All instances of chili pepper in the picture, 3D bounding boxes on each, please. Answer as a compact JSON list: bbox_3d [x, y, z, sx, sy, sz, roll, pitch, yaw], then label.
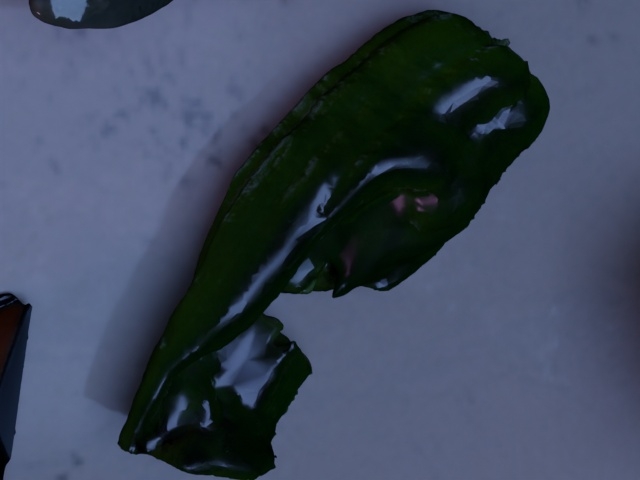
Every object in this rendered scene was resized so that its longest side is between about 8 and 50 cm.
[{"bbox_3d":[0.001,0.001,0.780,0.099,0.083,0.253,38,90,-30],"label":"chili pepper"}]

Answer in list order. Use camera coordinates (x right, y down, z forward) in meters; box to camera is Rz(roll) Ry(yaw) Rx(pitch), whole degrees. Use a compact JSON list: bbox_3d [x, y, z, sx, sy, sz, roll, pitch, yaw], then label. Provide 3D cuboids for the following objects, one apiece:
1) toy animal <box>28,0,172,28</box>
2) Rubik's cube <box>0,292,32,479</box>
[{"bbox_3d":[-0.018,-0.166,0.721,0.251,0.125,0.127,-23,86,-13],"label":"toy animal"},{"bbox_3d":[-0.267,0.176,0.735,0.234,0.284,0.250,8,132,0],"label":"Rubik's cube"}]
